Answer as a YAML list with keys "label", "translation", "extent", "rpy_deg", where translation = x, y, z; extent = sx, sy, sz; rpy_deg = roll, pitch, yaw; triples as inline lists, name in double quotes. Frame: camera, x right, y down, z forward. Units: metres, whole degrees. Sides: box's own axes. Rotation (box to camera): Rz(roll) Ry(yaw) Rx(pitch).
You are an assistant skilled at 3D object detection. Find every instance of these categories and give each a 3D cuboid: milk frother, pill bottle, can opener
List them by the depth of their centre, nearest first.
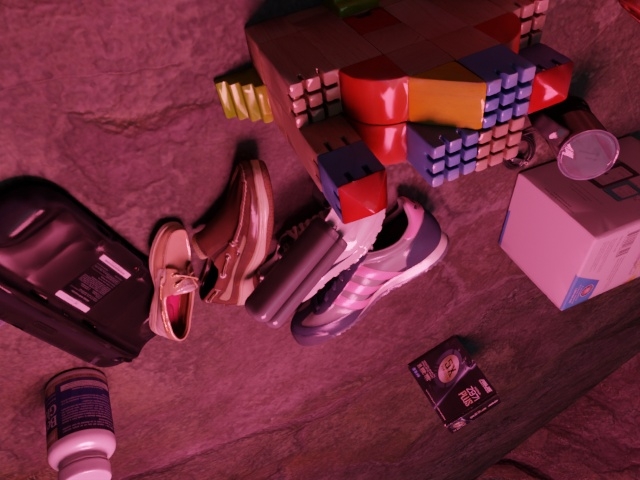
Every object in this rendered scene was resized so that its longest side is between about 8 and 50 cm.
- label: "can opener"
  translation: [-0.006, -0.006, 0.703]
  extent: [0.280, 0.093, 0.074]
  rpy_deg: [-54, 148, -5]
- label: "pill bottle"
  translation: [-0.367, 0.291, 0.772]
  extent: [0.094, 0.169, 0.094]
  rpy_deg: [-17, 137, -16]
- label: "milk frother"
  translation: [0.372, -0.145, 0.807]
  extent: [0.129, 0.134, 0.143]
  rpy_deg: [12, 127, 0]

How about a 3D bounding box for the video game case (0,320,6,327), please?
- label: "video game case"
  translation: [-0.541, 0.118, 0.606]
  extent: [0.274, 0.026, 0.196]
  rpy_deg: [-37, 139, 6]

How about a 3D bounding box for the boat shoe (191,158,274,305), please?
- label: "boat shoe"
  translation: [-0.127, 0.004, 0.692]
  extent: [0.095, 0.095, 0.257]
  rpy_deg: [-4, 133, -20]

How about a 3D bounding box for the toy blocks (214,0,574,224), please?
- label: "toy blocks"
  translation: [0.103, -0.168, 0.526]
  extent: [0.381, 0.261, 0.190]
  rpy_deg: [-22, 139, -11]

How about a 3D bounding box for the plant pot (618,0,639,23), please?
- label: "plant pot"
  translation: [0.560, -0.358, 0.634]
  extent: [0.272, 0.272, 0.265]
  rpy_deg: [10, 134, -38]

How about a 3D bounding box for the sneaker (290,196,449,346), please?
- label: "sneaker"
  translation: [0.055, 0.047, 0.853]
  extent: [0.319, 0.112, 0.131]
  rpy_deg: [-39, 122, 5]

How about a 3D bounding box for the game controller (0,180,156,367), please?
- label: "game controller"
  translation: [-0.317, 0.061, 0.661]
  extent: [0.166, 0.067, 0.319]
  rpy_deg: [-47, 142, -11]

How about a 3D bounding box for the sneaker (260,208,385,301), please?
- label: "sneaker"
  translation: [0.000, 0.000, 0.773]
  extent: [0.095, 0.090, 0.235]
  rpy_deg: [32, 109, -35]

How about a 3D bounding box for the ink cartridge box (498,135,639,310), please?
- label: "ink cartridge box"
  translation: [0.527, -0.038, 0.960]
  extent: [0.270, 0.197, 0.198]
  rpy_deg: [-19, 137, -14]

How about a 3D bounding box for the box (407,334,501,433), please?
- label: "box"
  translation: [0.328, 0.354, 1.246]
  extent: [0.147, 0.180, 0.077]
  rpy_deg: [-33, 139, 2]

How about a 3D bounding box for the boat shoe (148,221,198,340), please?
- label: "boat shoe"
  translation: [-0.196, 0.060, 0.694]
  extent: [0.063, 0.059, 0.170]
  rpy_deg: [-17, 121, -50]
